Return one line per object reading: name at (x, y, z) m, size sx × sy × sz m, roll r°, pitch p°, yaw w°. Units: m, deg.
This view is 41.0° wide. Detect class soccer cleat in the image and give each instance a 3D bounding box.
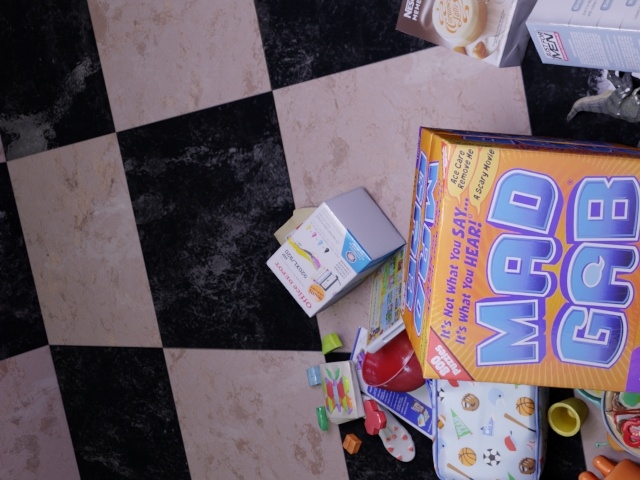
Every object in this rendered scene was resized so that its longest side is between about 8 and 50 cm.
soccer cleat at (0.158, 0.441, 2.046) m, size 0.068 × 0.076 × 0.196 m, roll -41°, pitch 92°, yaw 11°

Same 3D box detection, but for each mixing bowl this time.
mixing bowl at (0.185, 0.258, 1.845) m, size 0.098 × 0.181 × 0.181 m, roll 36°, pitch 135°, yaw -20°

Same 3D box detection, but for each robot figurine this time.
robot figurine at (0.596, 0.505, 1.624) m, size 0.219 × 0.158 × 0.128 m, roll 41°, pitch 148°, yaw 26°

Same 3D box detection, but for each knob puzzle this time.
knob puzzle at (0.000, 0.000, 2.076) m, size 0.213 × 0.030 × 0.213 m, roll 10°, pitch 110°, yaw 30°

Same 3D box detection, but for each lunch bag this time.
lunch bag at (0.340, 0.356, 1.760) m, size 0.243 × 0.115 × 0.303 m, roll 1°, pitch 94°, yaw 24°

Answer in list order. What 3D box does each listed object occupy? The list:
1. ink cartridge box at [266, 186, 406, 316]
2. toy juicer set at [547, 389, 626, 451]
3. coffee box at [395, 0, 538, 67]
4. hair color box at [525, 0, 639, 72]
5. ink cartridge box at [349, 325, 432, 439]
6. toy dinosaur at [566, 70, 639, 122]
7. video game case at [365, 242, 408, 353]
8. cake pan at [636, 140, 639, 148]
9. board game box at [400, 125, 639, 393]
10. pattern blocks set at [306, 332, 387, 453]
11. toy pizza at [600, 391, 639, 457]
ink cartridge box at (0.033, 0.026, 1.940) m, size 0.171 × 0.168 × 0.232 m, roll 51°, pitch 126°, yaw 10°
toy juicer set at (0.562, 0.259, 1.610) m, size 0.209 × 0.090 × 0.328 m, roll 27°, pitch 118°, yaw 34°
coffee box at (0.281, -0.438, 1.655) m, size 0.247 × 0.098 × 0.141 m, roll 29°, pitch 119°, yaw 33°
hair color box at (0.546, -0.372, 1.371) m, size 0.375 × 0.113 × 0.185 m, roll 17°, pitch 71°, yaw 37°
ink cartridge box at (0.213, 0.330, 1.960) m, size 0.333 × 0.065 × 0.165 m, roll 30°, pitch 120°, yaw 31°
toy dinosaur at (0.523, -0.259, 1.484) m, size 0.268 × 0.064 × 0.118 m, roll 23°, pitch 107°, yaw 62°
video game case at (0.173, 0.106, 1.853) m, size 0.026 × 0.227 × 0.206 m, roll 28°, pitch 133°, yaw -19°
cake pan at (0.621, -0.126, 1.372) m, size 0.293 × 0.054 × 0.293 m, roll -34°, pitch 46°, yaw 46°
board game box at (0.341, 0.013, 1.413) m, size 0.357 × 0.356 × 0.356 m, roll 4°, pitch 102°, yaw -2°
pattern blocks set at (0.048, 0.363, 2.048) m, size 0.325 × 0.026 × 0.285 m, roll -51°, pitch 50°, yaw 56°
toy pizza at (0.613, 0.307, 1.550) m, size 0.201 × 0.032 × 0.201 m, roll 2°, pitch 98°, yaw 18°
